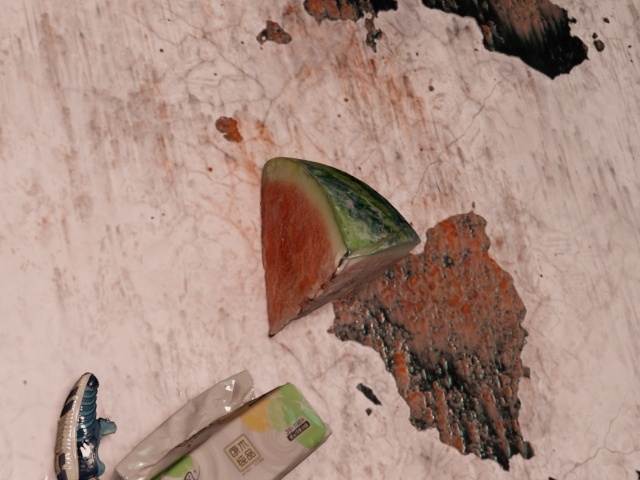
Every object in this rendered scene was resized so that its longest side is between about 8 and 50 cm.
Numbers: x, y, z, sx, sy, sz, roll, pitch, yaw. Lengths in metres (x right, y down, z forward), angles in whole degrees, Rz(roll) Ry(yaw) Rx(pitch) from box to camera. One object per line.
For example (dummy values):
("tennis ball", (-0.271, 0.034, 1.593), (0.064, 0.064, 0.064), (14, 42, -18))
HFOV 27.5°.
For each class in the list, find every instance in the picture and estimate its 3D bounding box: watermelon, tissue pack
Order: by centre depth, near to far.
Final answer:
("tissue pack", (-0.131, 0.266, 1.621), (0.229, 0.159, 0.145), (-35, 87, -35))
("watermelon", (0.000, 0.000, 1.796), (0.193, 0.310, 0.232), (-22, 118, -33))

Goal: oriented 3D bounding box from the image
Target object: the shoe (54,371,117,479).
("shoe", (-0.286, 0.232, 1.611), (0.071, 0.064, 0.143), (10, 67, -23))
